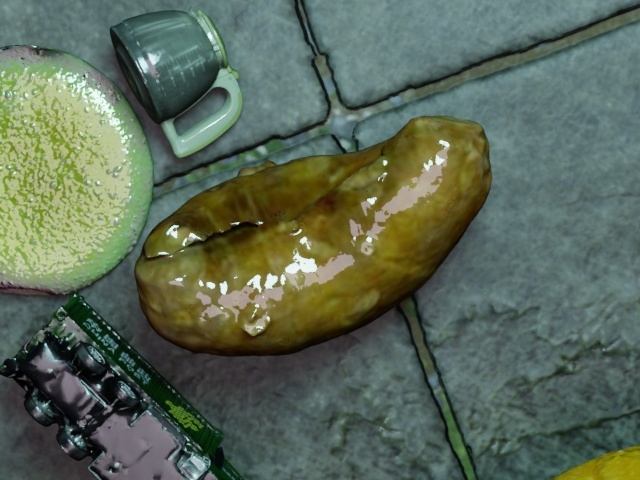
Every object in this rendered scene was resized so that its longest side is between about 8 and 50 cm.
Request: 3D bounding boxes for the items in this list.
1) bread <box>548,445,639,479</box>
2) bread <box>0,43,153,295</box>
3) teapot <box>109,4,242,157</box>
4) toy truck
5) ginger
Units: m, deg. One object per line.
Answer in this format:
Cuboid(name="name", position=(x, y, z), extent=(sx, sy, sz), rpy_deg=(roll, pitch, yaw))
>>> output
Cuboid(name="bread", position=(0.216, 0.352, 1.196), extent=(0.394, 0.361, 0.250), rpy_deg=(-38, 50, -3))
Cuboid(name="bread", position=(-0.261, -0.058, 1.268), extent=(0.228, 0.033, 0.229), rpy_deg=(0, 99, 3))
Cuboid(name="teapot", position=(-0.122, -0.149, 1.238), extent=(0.090, 0.124, 0.092), rpy_deg=(-27, 55, -10))
Cuboid(name="toy truck", position=(-0.160, 0.173, 1.251), extent=(0.088, 0.121, 0.259), rpy_deg=(-44, 94, 6))
Cuboid(name="ginger", position=(0.000, 0.000, 1.213), extent=(0.321, 0.172, 0.165), rpy_deg=(-26, 58, 0))
